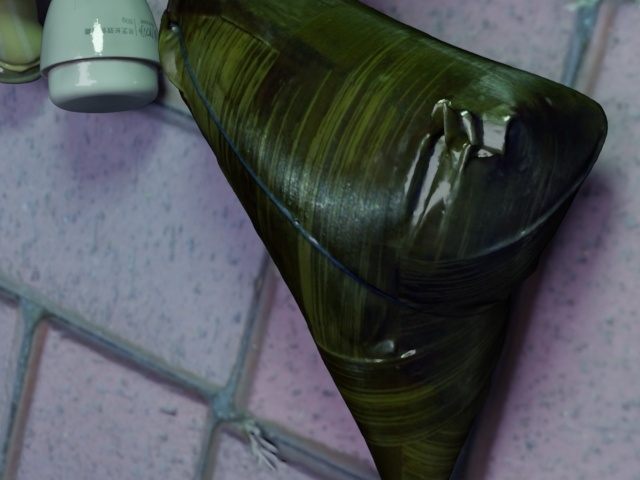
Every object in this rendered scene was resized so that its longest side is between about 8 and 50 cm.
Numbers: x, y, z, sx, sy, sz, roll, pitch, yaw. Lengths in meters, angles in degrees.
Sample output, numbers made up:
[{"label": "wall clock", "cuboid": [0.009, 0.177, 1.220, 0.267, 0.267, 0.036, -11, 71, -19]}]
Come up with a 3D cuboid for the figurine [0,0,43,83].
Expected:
[{"label": "figurine", "cuboid": [-0.299, -0.335, 1.573, 0.248, 0.203, 0.380, 49, 137, 43]}]

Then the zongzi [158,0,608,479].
[{"label": "zongzi", "cuboid": [0.000, 0.000, 1.426, 0.403, 0.208, 0.432, 32, 123, 31]}]

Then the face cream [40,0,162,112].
[{"label": "face cream", "cuboid": [-0.208, -0.178, 1.568, 0.117, 0.117, 0.104, -9, 81, 33]}]
